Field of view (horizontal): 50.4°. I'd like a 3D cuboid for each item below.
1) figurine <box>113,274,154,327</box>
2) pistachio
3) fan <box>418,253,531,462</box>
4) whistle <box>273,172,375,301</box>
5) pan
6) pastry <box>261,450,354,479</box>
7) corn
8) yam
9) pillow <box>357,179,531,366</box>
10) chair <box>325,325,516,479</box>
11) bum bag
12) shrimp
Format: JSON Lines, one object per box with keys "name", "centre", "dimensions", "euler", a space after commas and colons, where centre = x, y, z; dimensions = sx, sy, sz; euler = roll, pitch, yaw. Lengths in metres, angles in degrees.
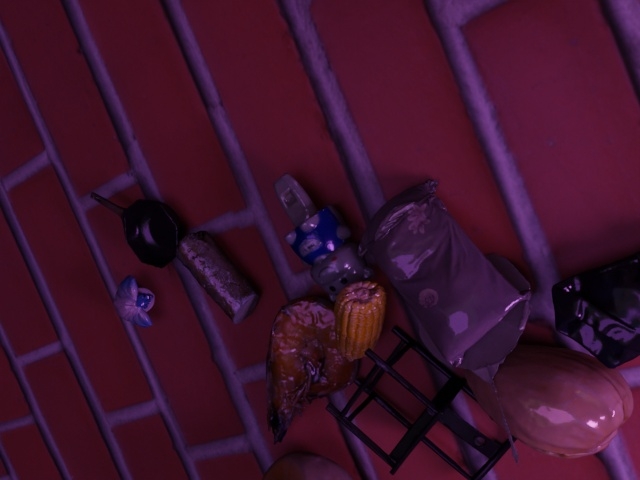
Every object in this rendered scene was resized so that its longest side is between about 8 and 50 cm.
{"name": "figurine", "centre": [-0.371, 0.122, 1.353], "dimensions": [0.114, 0.079, 0.114], "euler": [46, 155, 29]}
{"name": "pistachio", "centre": [0.317, 0.220, 0.967], "dimensions": [0.229, 0.157, 0.157], "euler": [13, 111, 34]}
{"name": "fan", "centre": [0.233, 0.161, 0.961], "dimensions": [0.182, 0.010, 0.310], "euler": [-27, 52, 26]}
{"name": "whistle", "centre": [0.000, 0.000, 1.098], "dimensions": [0.110, 0.092, 0.244], "euler": [-35, 88, 35]}
{"name": "pan", "centre": [-0.332, -0.047, 1.287], "dimensions": [0.128, 0.048, 0.202], "euler": [-39, 87, 30]}
{"name": "pastry", "centre": [-0.025, 0.502, 1.185], "dimensions": [0.264, 0.133, 0.265], "euler": [-34, 44, 42]}
{"name": "corn", "centre": [0.060, 0.128, 1.069], "dimensions": [0.063, 0.085, 0.165], "euler": [40, 149, 27]}
{"name": "yam", "centre": [-0.185, 0.063, 1.226], "dimensions": [0.179, 0.078, 0.078], "euler": [50, 121, 7]}
{"name": "pillow", "centre": [0.168, 0.037, 0.987], "dimensions": [0.169, 0.059, 0.255], "euler": [-41, 66, 9]}
{"name": "chair", "centre": [0.163, 0.283, 1.070], "dimensions": [0.260, 0.141, 0.155], "euler": [39, 116, 15]}
{"name": "bum bag", "centre": [0.456, 0.063, 0.882], "dimensions": [0.310, 0.074, 0.137], "euler": [-30, 78, 26]}
{"name": "shrimp", "centre": [-0.021, 0.240, 1.203], "dimensions": [0.164, 0.062, 0.317], "euler": [19, 114, 14]}
